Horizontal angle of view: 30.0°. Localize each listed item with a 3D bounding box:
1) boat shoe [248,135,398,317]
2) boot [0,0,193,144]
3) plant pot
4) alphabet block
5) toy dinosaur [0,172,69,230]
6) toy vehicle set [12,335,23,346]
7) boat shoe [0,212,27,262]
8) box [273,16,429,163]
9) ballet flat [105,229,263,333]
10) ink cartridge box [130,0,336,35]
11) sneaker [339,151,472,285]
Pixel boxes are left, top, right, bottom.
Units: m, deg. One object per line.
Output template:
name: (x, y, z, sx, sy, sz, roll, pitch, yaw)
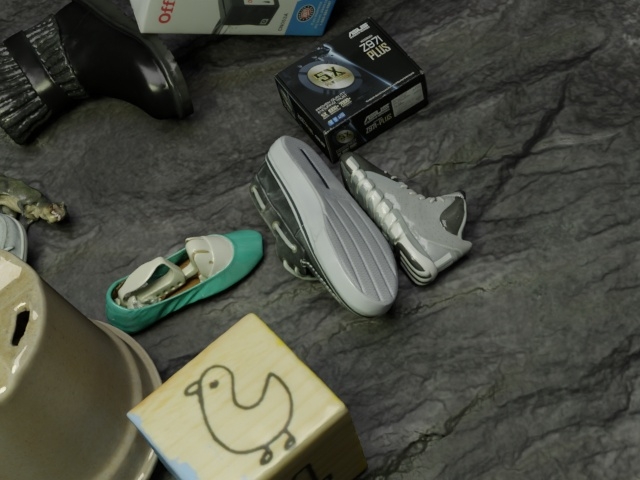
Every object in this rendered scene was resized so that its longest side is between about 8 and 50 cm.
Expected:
boat shoe: (0.000, 0.000, 1.650, 0.119, 0.121, 0.335, -54, 43, 26)
boot: (-0.378, -0.236, 1.854, 0.260, 0.131, 0.348, -36, 50, -18)
plant pot: (-0.389, 0.172, 1.453, 0.333, 0.305, 0.334, -6, 57, 9)
alphabet block: (-0.084, 0.244, 1.458, 0.197, 0.193, 0.192, -40, 61, -14)
toy dinosaur: (-0.491, -0.061, 1.816, 0.268, 0.064, 0.118, 33, 64, 30)
toy vehicle set: (-0.347, 0.229, 1.614, 0.266, 0.035, 0.166, 27, 67, 25)
boat shoe: (-0.517, 0.088, 1.664, 0.118, 0.103, 0.320, 19, 65, 22)
box: (0.047, -0.227, 1.794, 0.180, 0.077, 0.147, -32, 57, -9)
ballet flat: (-0.190, 0.046, 1.666, 0.247, 0.087, 0.083, -30, 57, -8)
ink cartridge box: (-0.120, -0.430, 1.801, 0.307, 0.223, 0.129, -4, 54, -25)
sneaker: (0.131, -0.052, 1.673, 0.132, 0.086, 0.229, -29, 67, -13)
